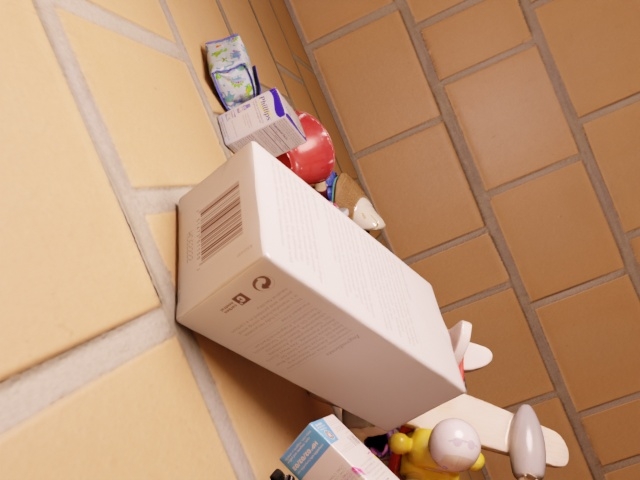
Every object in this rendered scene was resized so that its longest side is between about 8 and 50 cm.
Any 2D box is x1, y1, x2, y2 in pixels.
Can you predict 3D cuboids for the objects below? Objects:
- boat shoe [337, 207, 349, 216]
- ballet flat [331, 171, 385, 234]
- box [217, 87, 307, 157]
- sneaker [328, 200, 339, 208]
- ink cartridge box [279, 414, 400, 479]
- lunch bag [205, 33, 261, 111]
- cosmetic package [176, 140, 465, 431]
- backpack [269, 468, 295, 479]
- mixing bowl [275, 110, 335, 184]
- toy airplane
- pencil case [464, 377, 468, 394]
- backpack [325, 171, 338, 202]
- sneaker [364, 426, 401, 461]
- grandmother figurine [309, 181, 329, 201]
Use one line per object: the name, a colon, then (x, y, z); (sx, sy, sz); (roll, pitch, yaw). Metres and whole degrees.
boat shoe: (0.000, 0.000, 1.482); (0.065, 0.183, 0.083); (8, -54, 52)
ballet flat: (0.096, 0.006, 1.651); (0.116, 0.124, 0.343); (0, 92, -54)
box: (-0.117, -0.226, 1.373); (0.126, 0.137, 0.072); (42, 27, -65)
sneaker: (0.069, 0.025, 1.555); (0.252, 0.103, 0.111); (55, -4, 21)
ink cartridge box: (0.048, 0.297, 0.805); (0.181, 0.062, 0.104); (41, 5, 18)
lunch bag: (-0.179, -0.339, 1.441); (0.151, 0.096, 0.129); (76, -1, -47)
cosmetic package: (0.008, 0.087, 1.000); (0.453, 0.161, 0.230); (37, 29, -36)
backpack: (-0.041, 0.329, 0.686); (0.152, 0.115, 0.182); (47, -6, 15)
mixing bowl: (-0.066, -0.197, 1.558); (0.098, 0.181, 0.182); (-34, 104, -39)
toy airplane: (0.219, 0.328, 1.213); (0.385, 0.386, 0.272); (63, -11, 3)
pencil case: (0.252, 0.394, 1.544); (0.160, 0.183, 0.410); (52, -15, 44)
backpack: (0.004, -0.156, 1.903); (0.120, 0.097, 0.101); (53, 21, -53)
sneaker: (0.139, 0.431, 1.435); (0.236, 0.095, 0.105); (55, 22, -29)
grandmother figurine: (-0.031, -0.137, 1.714); (0.208, 0.104, 0.343); (-136, -156, -82)
